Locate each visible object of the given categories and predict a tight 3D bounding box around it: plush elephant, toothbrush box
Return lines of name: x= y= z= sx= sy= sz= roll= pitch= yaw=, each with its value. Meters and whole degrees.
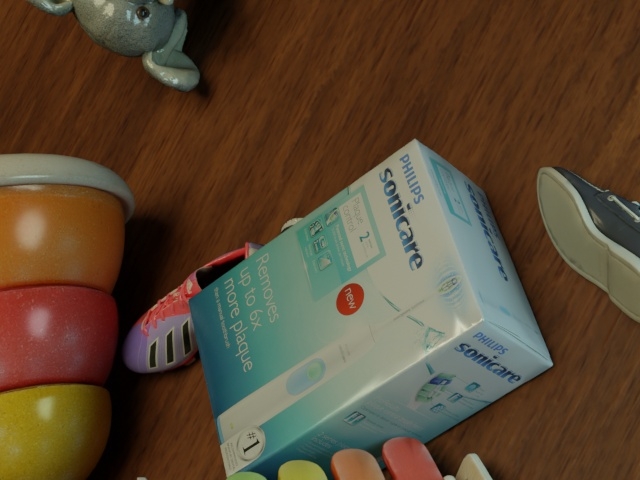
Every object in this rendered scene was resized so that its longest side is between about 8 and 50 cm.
plush elephant: x=-0.203 y=-0.332 z=1.703 sx=0.330 sy=0.272 sz=0.255 roll=-50 pitch=22 yaw=51
toothbrush box: x=0.038 y=0.084 z=1.366 sx=0.295 sy=0.126 sz=0.216 roll=-33 pitch=50 yaw=22

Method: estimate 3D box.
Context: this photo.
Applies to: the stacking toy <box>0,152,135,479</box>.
stacking toy: x=-0.340 y=0.171 z=1.584 sx=0.351 sy=0.351 sz=0.479 roll=-21 pitch=74 yaw=32

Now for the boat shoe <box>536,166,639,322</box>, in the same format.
boat shoe: x=0.259 y=-0.002 z=1.280 sx=0.065 sy=0.075 sz=0.206 roll=-15 pitch=39 yaw=-17

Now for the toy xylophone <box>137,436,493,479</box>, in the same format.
toy xylophone: x=0.012 y=0.262 z=1.193 sx=0.236 sy=0.323 sz=0.081 roll=-130 pitch=40 yaw=-55

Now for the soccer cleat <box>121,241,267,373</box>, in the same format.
soccer cleat: x=-0.131 y=0.068 z=1.542 sx=0.248 sy=0.095 sz=0.083 roll=-26 pitch=54 yaw=29

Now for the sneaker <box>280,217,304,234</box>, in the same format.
sneaker: x=0.000 y=0.000 z=1.502 sx=0.109 sy=0.040 sz=0.043 roll=-5 pitch=67 yaw=40
